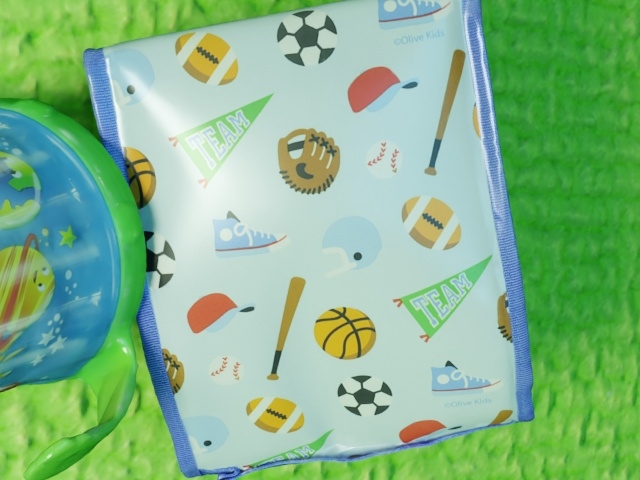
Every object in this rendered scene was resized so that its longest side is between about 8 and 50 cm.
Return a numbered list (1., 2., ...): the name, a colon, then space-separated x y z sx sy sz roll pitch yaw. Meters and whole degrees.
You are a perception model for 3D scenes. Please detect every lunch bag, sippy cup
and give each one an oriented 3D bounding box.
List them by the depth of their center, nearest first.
1. sippy cup: -0.282 0.025 0.864 0.224 0.305 0.240 -31 134 -61
2. lunch bag: 0.000 0.000 1.028 0.327 0.239 0.386 -11 96 3
